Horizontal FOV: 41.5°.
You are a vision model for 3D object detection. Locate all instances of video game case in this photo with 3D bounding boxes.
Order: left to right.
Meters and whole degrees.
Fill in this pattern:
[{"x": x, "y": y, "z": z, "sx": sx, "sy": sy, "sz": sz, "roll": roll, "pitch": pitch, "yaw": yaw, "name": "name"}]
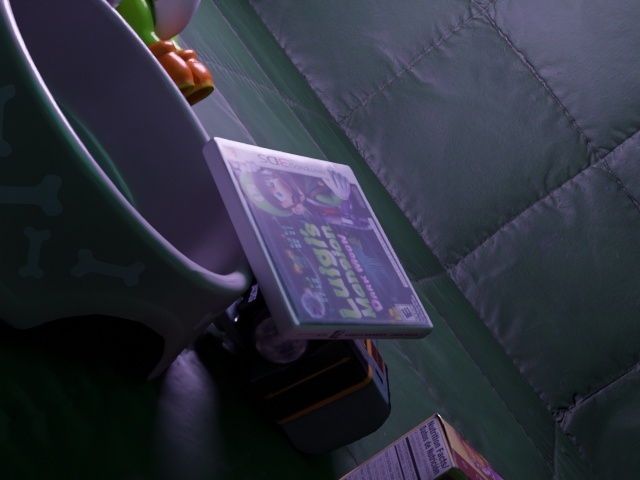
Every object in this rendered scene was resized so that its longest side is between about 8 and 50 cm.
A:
[{"x": 0.000, "y": 0.000, "z": 0.723, "sx": 0.173, "sy": 0.022, "sz": 0.190, "roll": 6, "pitch": 49, "yaw": -45, "name": "video game case"}]

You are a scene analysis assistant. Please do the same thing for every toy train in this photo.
[{"x": -0.012, "y": 0.068, "z": 0.872, "sx": 0.190, "sy": 0.142, "sz": 0.334, "roll": 61, "pitch": 9, "yaw": -16, "name": "toy train"}]

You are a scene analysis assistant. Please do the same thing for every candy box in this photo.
[{"x": 0.035, "y": 0.203, "z": 0.528, "sx": 0.109, "sy": 0.187, "sz": 0.053, "roll": 47, "pitch": 15, "yaw": -26, "name": "candy box"}]

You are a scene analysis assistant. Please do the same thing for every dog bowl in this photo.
[{"x": -0.173, "y": -0.068, "z": 0.638, "sx": 0.348, "sy": 0.102, "sz": 0.349, "roll": 56, "pitch": 11, "yaw": -17, "name": "dog bowl"}]

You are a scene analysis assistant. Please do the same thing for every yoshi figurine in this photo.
[{"x": -0.275, "y": -0.296, "z": 0.934, "sx": 0.203, "sy": 0.203, "sz": 0.362, "roll": -27, "pitch": 93, "yaw": -41, "name": "yoshi figurine"}]

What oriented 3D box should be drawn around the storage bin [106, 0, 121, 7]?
[{"x": -0.260, "y": -0.365, "z": 0.770, "sx": 0.262, "sy": 0.123, "sz": 0.260, "roll": 34, "pitch": 62, "yaw": -24, "name": "storage bin"}]
